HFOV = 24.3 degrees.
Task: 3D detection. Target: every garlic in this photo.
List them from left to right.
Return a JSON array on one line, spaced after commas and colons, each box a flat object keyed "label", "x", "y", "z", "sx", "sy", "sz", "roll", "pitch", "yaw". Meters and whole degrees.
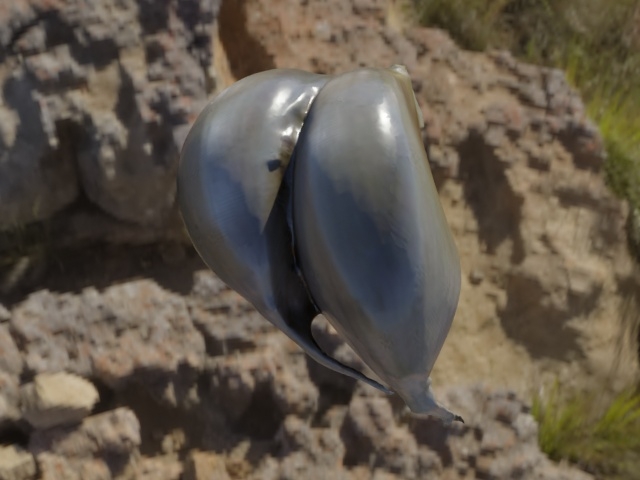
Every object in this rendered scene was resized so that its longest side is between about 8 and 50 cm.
[{"label": "garlic", "x": 0.000, "y": 0.000, "z": 1.298, "sx": 0.231, "sy": 0.246, "sz": 0.340, "roll": -11, "pitch": 77, "yaw": 8}]
